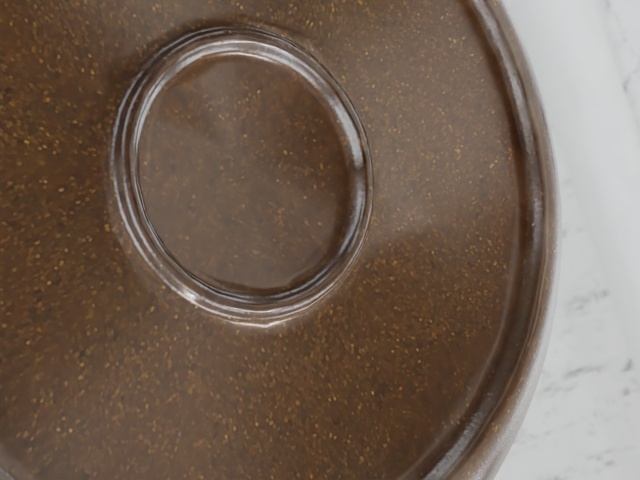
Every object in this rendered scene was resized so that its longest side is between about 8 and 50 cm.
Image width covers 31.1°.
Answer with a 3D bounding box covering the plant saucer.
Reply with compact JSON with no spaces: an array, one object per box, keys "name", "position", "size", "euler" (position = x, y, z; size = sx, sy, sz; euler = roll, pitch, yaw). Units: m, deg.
[{"name":"plant saucer","position":[-0.031,-0.018,0.354],"size":[0.311,0.310,0.050],"euler":[-36,-166,-32]}]
